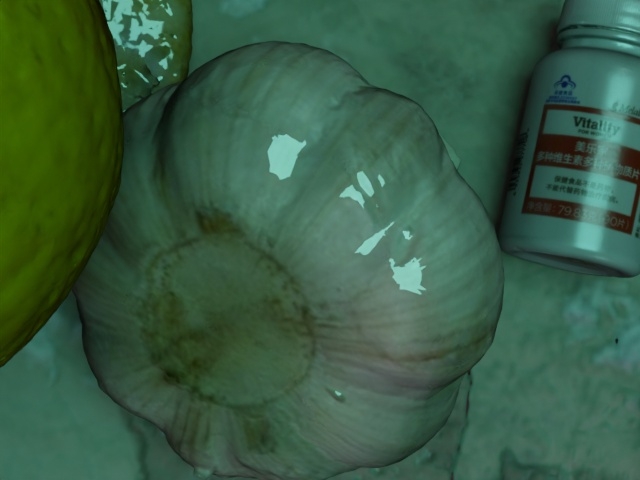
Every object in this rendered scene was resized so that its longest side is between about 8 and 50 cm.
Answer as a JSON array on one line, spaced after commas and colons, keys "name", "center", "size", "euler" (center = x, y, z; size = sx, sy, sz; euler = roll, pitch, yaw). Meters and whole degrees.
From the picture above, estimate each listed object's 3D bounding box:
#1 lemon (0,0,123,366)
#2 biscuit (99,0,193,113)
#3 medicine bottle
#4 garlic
[{"name": "lemon", "center": [-0.200, -0.056, 0.530], "size": [0.267, 0.267, 0.267], "euler": [0, 88, -14]}, {"name": "biscuit", "center": [-0.166, -0.106, 0.682], "size": [0.220, 0.033, 0.220], "euler": [0, 90, -13]}, {"name": "medicine bottle", "center": [0.146, -0.055, 0.734], "size": [0.079, 0.079, 0.140], "euler": [14, 85, -13]}, {"name": "garlic", "center": [0.000, 0.000, 0.673], "size": [0.218, 0.218, 0.212], "euler": [58, 36, -6]}]
